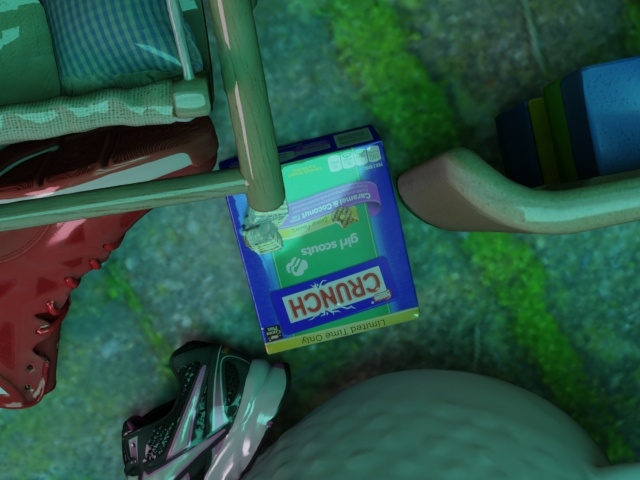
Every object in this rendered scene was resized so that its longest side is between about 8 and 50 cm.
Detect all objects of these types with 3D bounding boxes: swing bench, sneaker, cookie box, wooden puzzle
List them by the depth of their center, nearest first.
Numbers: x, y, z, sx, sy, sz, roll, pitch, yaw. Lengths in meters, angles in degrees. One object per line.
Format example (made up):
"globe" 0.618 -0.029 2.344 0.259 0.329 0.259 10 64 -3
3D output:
"swing bench" -0.161 -0.134 0.653 0.253 0.165 0.254 -10 139 1
"wooden puzzle" 0.215 -0.058 0.686 0.348 0.322 0.080 -7 90 -1
"sneaker" -0.141 0.012 0.808 0.221 0.087 0.128 -17 118 14
"cookie box" 0.000 0.000 0.824 0.092 0.040 0.107 -14 109 0
"sneaker" -0.085 0.135 0.858 0.077 0.072 0.178 27 97 0

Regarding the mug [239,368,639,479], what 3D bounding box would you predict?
"mug" 0.079 0.224 0.709 0.374 0.328 0.276 -24 122 36
